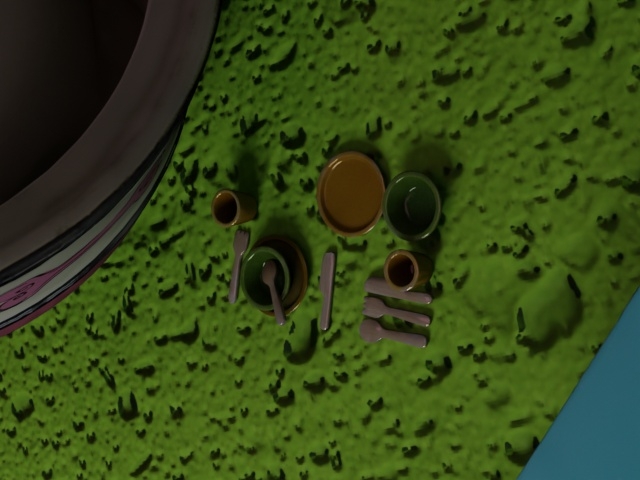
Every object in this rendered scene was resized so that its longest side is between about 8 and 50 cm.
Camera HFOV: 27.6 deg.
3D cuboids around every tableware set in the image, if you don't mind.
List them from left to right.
[{"bbox_3d":[0.000,0.000,0.727,0.154,0.024,0.104,12,99,38],"label":"tableware set"}]

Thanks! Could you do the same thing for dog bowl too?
[{"bbox_3d":[-0.254,-0.109,0.721,0.408,0.408,0.150,58,165,21],"label":"dog bowl"}]

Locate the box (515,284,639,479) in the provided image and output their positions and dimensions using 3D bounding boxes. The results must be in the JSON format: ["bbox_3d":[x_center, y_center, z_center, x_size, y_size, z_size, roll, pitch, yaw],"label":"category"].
[{"bbox_3d":[0.159,0.064,0.556,0.060,0.100,0.244,41,115,30],"label":"box"}]
